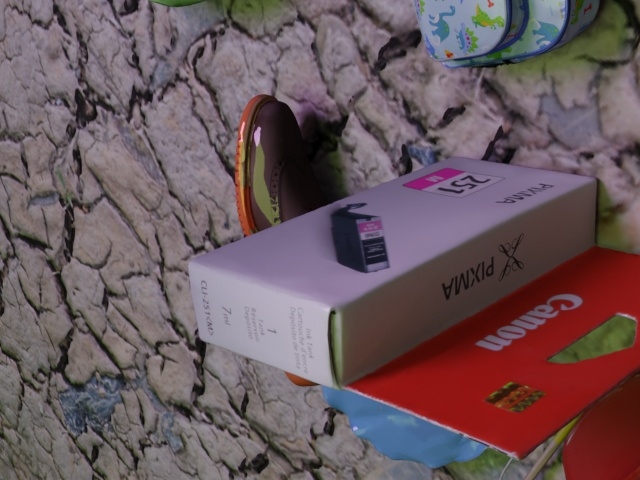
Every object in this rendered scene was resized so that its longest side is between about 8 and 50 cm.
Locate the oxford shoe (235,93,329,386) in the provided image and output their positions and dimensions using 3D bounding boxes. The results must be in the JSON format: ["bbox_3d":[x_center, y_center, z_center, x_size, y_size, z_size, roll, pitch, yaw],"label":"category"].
[{"bbox_3d":[0.000,0.000,0.890,0.098,0.097,0.271,-4,112,30],"label":"oxford shoe"}]

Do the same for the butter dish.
[{"bbox_3d":[0.228,0.125,0.666,0.160,0.160,0.118,-62,38,43],"label":"butter dish"}]

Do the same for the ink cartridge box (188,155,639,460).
[{"bbox_3d":[0.098,0.019,0.634,0.239,0.275,0.060,13,116,43],"label":"ink cartridge box"}]

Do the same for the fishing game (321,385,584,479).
[{"bbox_3d":[0.081,0.100,0.834,0.264,0.041,0.189,28,121,12],"label":"fishing game"}]

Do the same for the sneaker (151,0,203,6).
[{"bbox_3d":[-0.196,-0.425,0.822,0.202,0.185,0.482,0,106,43],"label":"sneaker"}]

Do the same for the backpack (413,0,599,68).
[{"bbox_3d":[0.120,-0.167,0.674,0.114,0.084,0.105,-1,109,45],"label":"backpack"}]
